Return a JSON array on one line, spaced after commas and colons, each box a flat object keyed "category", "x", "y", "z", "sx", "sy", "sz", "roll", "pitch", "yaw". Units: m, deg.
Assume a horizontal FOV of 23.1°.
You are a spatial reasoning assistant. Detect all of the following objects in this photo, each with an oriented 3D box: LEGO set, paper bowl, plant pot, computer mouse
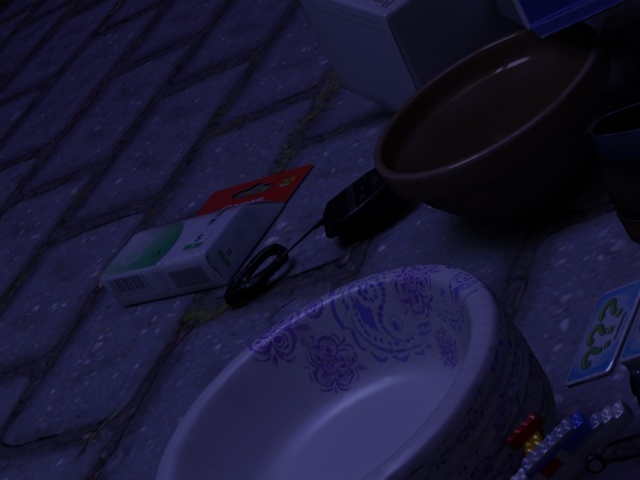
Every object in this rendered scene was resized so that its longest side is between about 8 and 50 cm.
[{"category": "LEGO set", "x": 0.165, "y": 0.099, "z": 0.920, "sx": 0.182, "sy": 0.060, "sz": 0.244, "roll": -29, "pitch": 29, "yaw": 59}, {"category": "paper bowl", "x": 0.035, "y": 0.160, "z": 1.111, "sx": 0.284, "sy": 0.148, "sz": 0.284, "roll": -28, "pitch": 23, "yaw": 13}, {"category": "plant pot", "x": 0.178, "y": -0.094, "z": 1.468, "sx": 0.237, "sy": 0.109, "sz": 0.237, "roll": -30, "pitch": 23, "yaw": 14}, {"category": "computer mouse", "x": 0.000, "y": 0.000, "z": 1.634, "sx": 0.242, "sy": 0.041, "sz": 0.071, "roll": -35, "pitch": 23, "yaw": 16}]

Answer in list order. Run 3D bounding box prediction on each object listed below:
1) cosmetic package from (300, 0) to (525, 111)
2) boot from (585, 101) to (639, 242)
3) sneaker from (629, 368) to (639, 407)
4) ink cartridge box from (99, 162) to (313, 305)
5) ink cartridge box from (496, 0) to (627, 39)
[{"category": "cosmetic package", "x": 0.182, "y": -0.307, "z": 1.778, "sx": 0.365, "sy": 0.155, "sz": 0.197, "roll": -38, "pitch": 34, "yaw": -18}, {"category": "boot", "x": 0.313, "y": -0.067, "z": 1.231, "sx": 0.219, "sy": 0.106, "sz": 0.082, "roll": -15, "pitch": 30, "yaw": 39}, {"category": "sneaker", "x": 0.297, "y": 0.085, "z": 0.927, "sx": 0.262, "sy": 0.125, "sz": 0.104, "roll": -16, "pitch": 32, "yaw": 39}, {"category": "ink cartridge box", "x": -0.131, "y": -0.023, "z": 1.829, "sx": 0.181, "sy": 0.056, "sz": 0.224, "roll": -13, "pitch": 33, "yaw": 41}, {"category": "ink cartridge box", "x": 0.316, "y": -0.296, "z": 1.506, "sx": 0.304, "sy": 0.072, "sz": 0.307, "roll": -25, "pitch": 9, "yaw": 5}]
